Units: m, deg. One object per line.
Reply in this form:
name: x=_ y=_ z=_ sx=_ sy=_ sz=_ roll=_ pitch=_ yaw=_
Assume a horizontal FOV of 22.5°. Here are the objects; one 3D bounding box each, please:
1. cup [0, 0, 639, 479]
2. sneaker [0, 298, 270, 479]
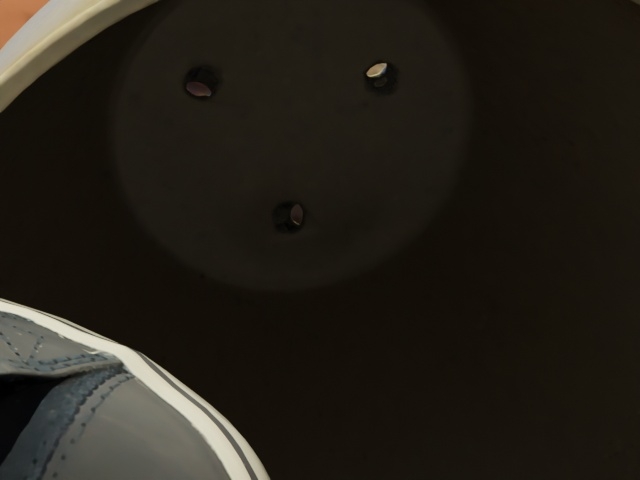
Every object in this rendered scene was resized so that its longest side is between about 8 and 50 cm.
cup: x=0.000 y=0.000 z=0.632 sx=0.237 sy=0.331 sz=0.331 roll=-107 pitch=34 yaw=-60
sneaker: x=-0.172 y=0.053 z=0.391 sx=0.127 sy=0.321 sz=0.126 roll=35 pitch=-111 yaw=-80
